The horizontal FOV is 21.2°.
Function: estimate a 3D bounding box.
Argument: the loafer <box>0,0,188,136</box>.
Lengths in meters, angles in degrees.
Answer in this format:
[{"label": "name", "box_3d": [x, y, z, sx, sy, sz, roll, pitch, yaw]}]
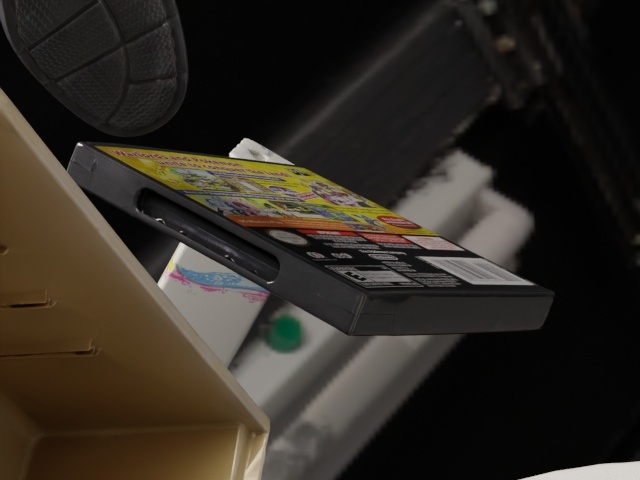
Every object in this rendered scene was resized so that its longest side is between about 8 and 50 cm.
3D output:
[{"label": "loafer", "box_3d": [-0.177, -0.202, 1.067, 0.109, 0.095, 0.302, -29, -58, 7]}]

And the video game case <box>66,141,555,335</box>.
[{"label": "video game case", "box_3d": [0.000, 0.000, 1.192, 0.275, 0.248, 0.035, 3, -68, -58]}]

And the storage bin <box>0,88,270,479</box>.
[{"label": "storage bin", "box_3d": [-0.140, 0.125, 0.622, 0.262, 0.123, 0.260, 58, -146, -51]}]

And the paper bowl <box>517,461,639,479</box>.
[{"label": "paper bowl", "box_3d": [0.103, 0.218, 0.491, 0.284, 0.284, 0.148, -49, -25, -31]}]

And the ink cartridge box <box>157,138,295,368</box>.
[{"label": "ink cartridge box", "box_3d": [-0.085, 0.027, 1.500, 0.093, 0.154, 0.212, 27, -80, -2]}]
